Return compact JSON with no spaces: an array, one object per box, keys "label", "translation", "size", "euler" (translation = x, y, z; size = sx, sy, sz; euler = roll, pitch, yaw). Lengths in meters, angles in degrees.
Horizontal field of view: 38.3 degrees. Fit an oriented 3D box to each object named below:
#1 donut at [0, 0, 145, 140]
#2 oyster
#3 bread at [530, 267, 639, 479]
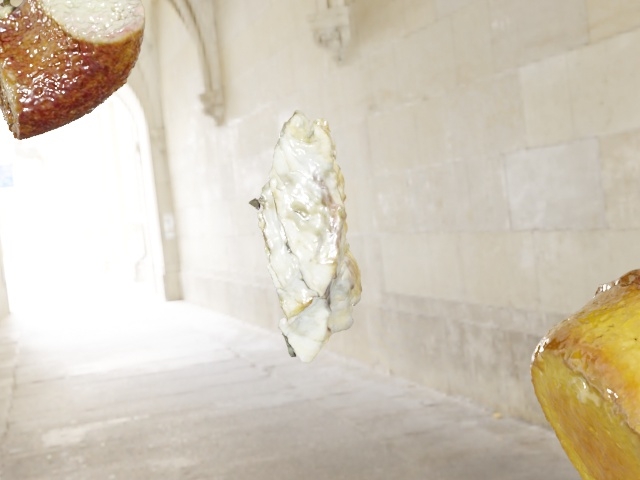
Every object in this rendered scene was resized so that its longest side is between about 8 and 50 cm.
[{"label":"donut","translation":[-0.259,-0.198,0.969],"size":[0.186,0.126,0.144],"euler":[-23,-38,-14]},{"label":"oyster","translation":[0.001,0.001,1.252],"size":[0.107,0.355,0.201],"euler":[6,32,37]},{"label":"bread","translation":[0.341,0.177,0.921],"size":[0.172,0.312,0.312],"euler":[-27,6,-10]}]
